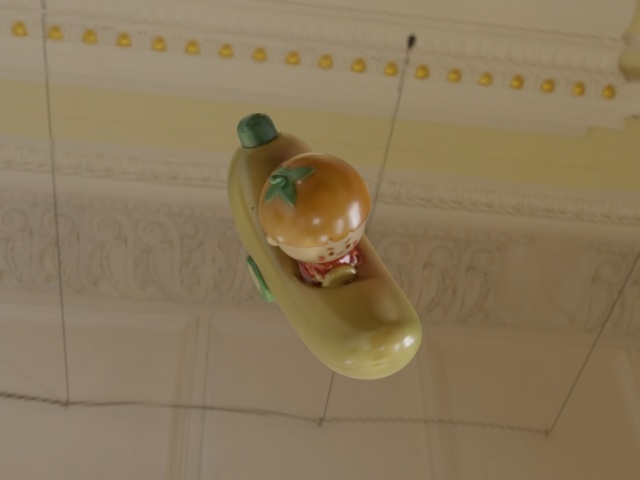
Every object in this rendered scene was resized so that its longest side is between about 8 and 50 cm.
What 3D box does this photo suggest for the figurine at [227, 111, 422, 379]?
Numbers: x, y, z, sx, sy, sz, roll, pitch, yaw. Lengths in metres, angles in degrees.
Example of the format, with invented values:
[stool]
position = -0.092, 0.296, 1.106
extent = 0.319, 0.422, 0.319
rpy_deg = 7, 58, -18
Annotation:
[figurine]
position = 0.000, 0.000, 0.981
extent = 0.124, 0.222, 0.324
rpy_deg = -22, -136, -13
